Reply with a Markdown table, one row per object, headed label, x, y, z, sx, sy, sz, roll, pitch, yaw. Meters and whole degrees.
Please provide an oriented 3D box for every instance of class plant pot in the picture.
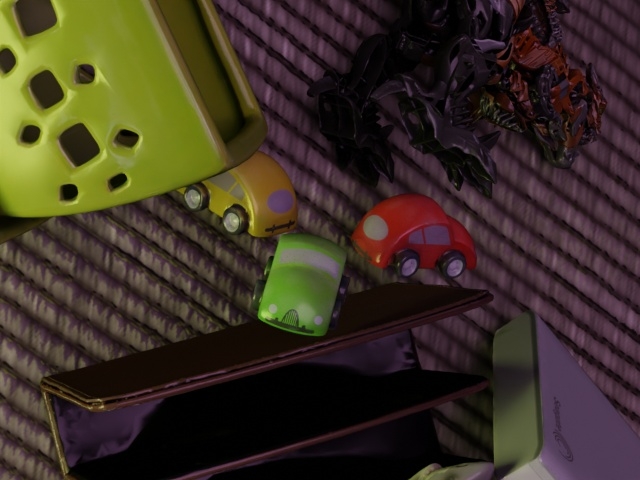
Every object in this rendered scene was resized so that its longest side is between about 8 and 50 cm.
| label | x | y | z | sx | sy | sz | roll | pitch | yaw |
| --- | --- | --- | --- | --- | --- | --- | --- | --- | --- |
| plant pot | -0.183 | -0.123 | 1.141 | 0.207 | 0.227 | 0.228 | -23 | 97 | 9 |

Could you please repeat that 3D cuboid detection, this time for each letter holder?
| label | x | y | z | sx | sy | sz | roll | pitch | yaw |
| --- | --- | --- | --- | --- | --- | --- | --- | --- | --- |
| letter holder | -0.025 | 0.139 | 1.202 | 0.302 | 0.214 | 0.152 | -15 | 93 | -19 |

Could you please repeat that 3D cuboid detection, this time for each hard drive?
| label | x | y | z | sx | sy | sz | roll | pitch | yaw |
| --- | --- | --- | --- | --- | --- | --- | --- | --- | --- |
| hard drive | 0.259 | 0.238 | 1.288 | 0.047 | 0.233 | 0.353 | -36 | 106 | 19 |

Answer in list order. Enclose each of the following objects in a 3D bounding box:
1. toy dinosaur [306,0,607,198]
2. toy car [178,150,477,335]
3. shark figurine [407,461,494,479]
| label | x | y | z | sx | sy | sz | roll | pitch | yaw |
| --- | --- | --- | --- | --- | --- | --- | --- | --- | --- |
| toy dinosaur | 0.100 | -0.156 | 1.293 | 0.322 | 0.164 | 0.218 | 36 | 71 | -14 |
| toy car | 0.000 | 0.000 | 1.191 | 0.239 | 0.225 | 0.053 | 15 | 113 | 1 |
| shark figurine | 0.055 | 0.274 | 1.221 | 0.166 | 0.278 | 0.116 | -18 | 58 | -10 |
